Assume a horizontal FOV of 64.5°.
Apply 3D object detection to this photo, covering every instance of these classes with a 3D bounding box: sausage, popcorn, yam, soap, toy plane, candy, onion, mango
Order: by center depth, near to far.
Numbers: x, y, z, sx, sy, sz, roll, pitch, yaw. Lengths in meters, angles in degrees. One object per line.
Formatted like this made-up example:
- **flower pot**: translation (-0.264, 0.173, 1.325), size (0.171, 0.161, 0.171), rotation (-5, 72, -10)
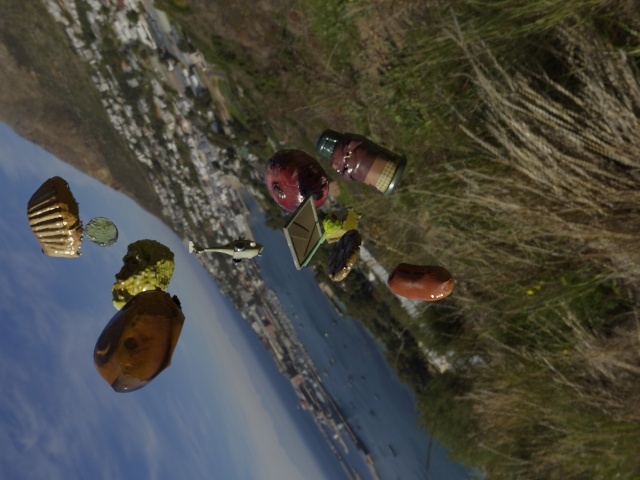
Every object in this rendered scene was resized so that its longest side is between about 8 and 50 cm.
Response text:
- **mango**: translation (-0.482, 0.263, 1.367), size (0.201, 0.287, 0.152), rotation (27, 163, -13)
- **candy**: translation (0.000, 0.000, 1.578), size (0.058, 0.194, 0.062), rotation (24, -163, -37)
- **sausage**: translation (0.346, 0.145, 1.770), size (0.258, 0.133, 0.133), rotation (3, 126, 45)
- **onion**: translation (-0.087, -0.205, 1.772), size (0.246, 0.190, 0.246), rotation (32, 147, 24)
- **popcorn**: translation (-0.637, 0.110, 1.827), size (0.173, 0.286, 0.225), rotation (16, 129, 7)
- **yam**: translation (-0.791, -0.025, 1.849), size (0.107, 0.107, 0.183), rotation (60, 161, -3)
- **toy plane**: translation (-0.362, 0.031, 1.976), size (0.108, 0.286, 0.092), rotation (-117, 31, -41)
- **soap**: translation (0.086, -0.069, 2.278), size (0.076, 0.135, 0.233), rotation (33, 163, -15)

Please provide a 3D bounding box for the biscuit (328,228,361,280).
- **biscuit**: translation (0.090, 0.054, 1.969), size (0.042, 0.226, 0.226), rotation (26, 176, -16)

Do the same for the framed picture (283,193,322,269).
- **framed picture**: translation (-0.051, -0.023, 1.568), size (0.015, 0.150, 0.203), rotation (18, 146, 26)

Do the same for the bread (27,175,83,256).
- **bread**: translation (-0.841, -0.068, 1.623), size (0.274, 0.149, 0.274), rotation (43, 142, 48)

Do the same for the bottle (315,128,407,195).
- **bottle**: translation (0.115, -0.244, 1.519), size (0.271, 0.143, 0.156), rotation (26, 152, 1)
